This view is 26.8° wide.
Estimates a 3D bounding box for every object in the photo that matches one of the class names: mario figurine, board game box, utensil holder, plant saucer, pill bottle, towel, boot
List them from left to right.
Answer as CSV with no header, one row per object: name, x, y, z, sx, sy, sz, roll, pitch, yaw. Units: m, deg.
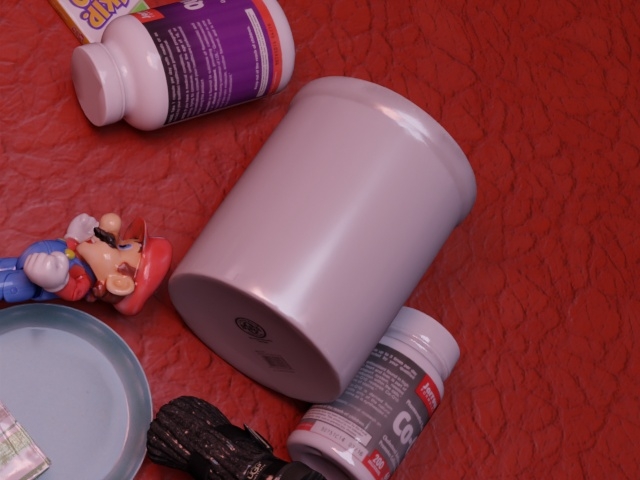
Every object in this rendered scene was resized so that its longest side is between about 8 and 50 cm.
towel,-0.455,0.283,1.838,0.113,0.023,0.152,-38,90,-29
plant saucer,-0.397,0.247,1.912,0.317,0.044,0.317,7,71,-22
mario figurine,-0.365,0.013,1.908,0.320,0.170,0.198,-4,52,-25
board game box,-0.376,-0.405,2.141,0.124,0.039,0.259,-38,93,-28
pill bottle,-0.213,-0.279,2.083,0.323,0.181,0.181,-20,82,-28
boot,-0.090,0.368,1.945,0.260,0.348,0.131,22,61,32
utensil holder,0.000,0.000,2.007,0.327,0.327,0.385,39,64,-7
pill bottle,0.088,0.247,2.052,0.161,0.161,0.283,41,63,-6
